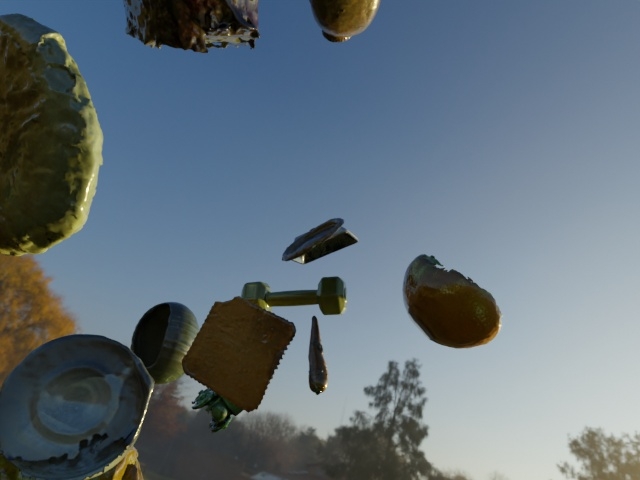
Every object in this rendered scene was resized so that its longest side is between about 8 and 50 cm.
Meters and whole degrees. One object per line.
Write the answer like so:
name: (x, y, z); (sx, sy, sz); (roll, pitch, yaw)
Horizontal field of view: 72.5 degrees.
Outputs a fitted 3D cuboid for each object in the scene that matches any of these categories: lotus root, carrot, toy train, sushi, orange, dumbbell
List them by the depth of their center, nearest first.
lotus root: (0.033, -0.388, 0.590); (0.123, 0.124, 0.241); (-8, -24, 1)
sushi: (-0.265, -0.545, 0.885); (0.281, 0.299, 0.294); (-11, -62, -22)
carrot: (-0.010, 0.272, 1.079); (0.049, 0.254, 0.049); (-2, -58, -3)
dumbbell: (-0.074, 0.165, 1.246); (0.302, 0.121, 0.108); (-4, -40, 11)
orange: (0.356, 0.183, 1.283); (0.334, 0.196, 0.262); (-133, -157, -61)
toy train: (-0.356, 0.584, 1.602); (0.145, 0.202, 0.266); (54, -21, -1)

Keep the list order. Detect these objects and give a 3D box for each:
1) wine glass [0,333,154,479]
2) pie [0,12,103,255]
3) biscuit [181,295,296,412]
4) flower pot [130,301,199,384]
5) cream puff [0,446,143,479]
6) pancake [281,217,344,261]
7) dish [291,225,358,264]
wine glass: (-0.247, 0.182, 0.453); (0.126, 0.126, 0.241); (26, -35, -12)
pie: (-0.398, -0.125, 0.561); (0.306, 0.306, 0.071); (8, 4, 18)
biscuit: (-0.203, 0.263, 1.068); (0.237, 0.232, 0.013); (23, -12, 19)
flower pot: (-0.454, 0.299, 1.286); (0.189, 0.243, 0.157); (-10, -34, 19)
cream puff: (-0.458, 0.507, 0.788); (0.270, 0.323, 0.274); (2, -39, -30)
pancake: (-0.023, -0.003, 1.134); (0.199, 0.199, 0.021); (-22, -74, 48)
dish: (0.000, 0.000, 1.586); (0.243, 0.080, 0.182); (-24, -17, 13)
